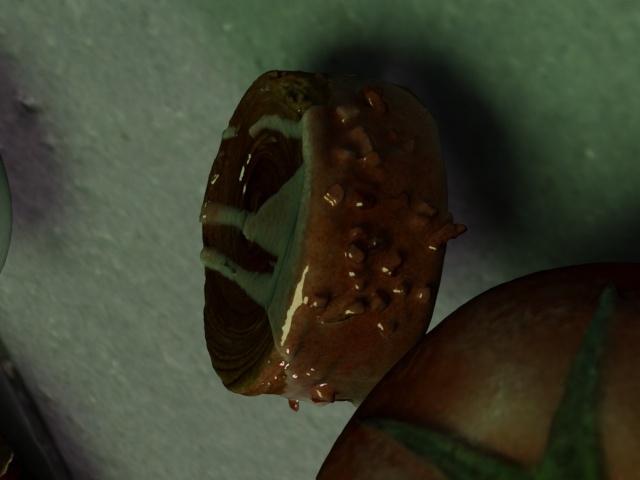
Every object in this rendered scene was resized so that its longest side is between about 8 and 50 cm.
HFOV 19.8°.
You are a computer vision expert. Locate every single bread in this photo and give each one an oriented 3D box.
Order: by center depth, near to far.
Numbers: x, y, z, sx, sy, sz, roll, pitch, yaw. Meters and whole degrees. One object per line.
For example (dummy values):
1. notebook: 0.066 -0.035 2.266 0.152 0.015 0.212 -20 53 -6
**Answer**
1. bread: 0.000 0.000 0.837 0.073 0.160 0.160 10 142 -22

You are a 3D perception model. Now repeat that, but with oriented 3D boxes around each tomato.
1. tomato: 0.131 0.144 0.755 0.265 0.265 0.265 22 131 28

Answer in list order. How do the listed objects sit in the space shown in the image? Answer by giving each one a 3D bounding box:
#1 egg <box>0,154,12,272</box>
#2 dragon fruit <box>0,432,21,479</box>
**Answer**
1. egg: -0.275 -0.045 1.028 0.231 0.168 0.168 43 138 1
2. dragon fruit: -0.274 0.230 1.189 0.231 0.237 0.302 31 150 50
